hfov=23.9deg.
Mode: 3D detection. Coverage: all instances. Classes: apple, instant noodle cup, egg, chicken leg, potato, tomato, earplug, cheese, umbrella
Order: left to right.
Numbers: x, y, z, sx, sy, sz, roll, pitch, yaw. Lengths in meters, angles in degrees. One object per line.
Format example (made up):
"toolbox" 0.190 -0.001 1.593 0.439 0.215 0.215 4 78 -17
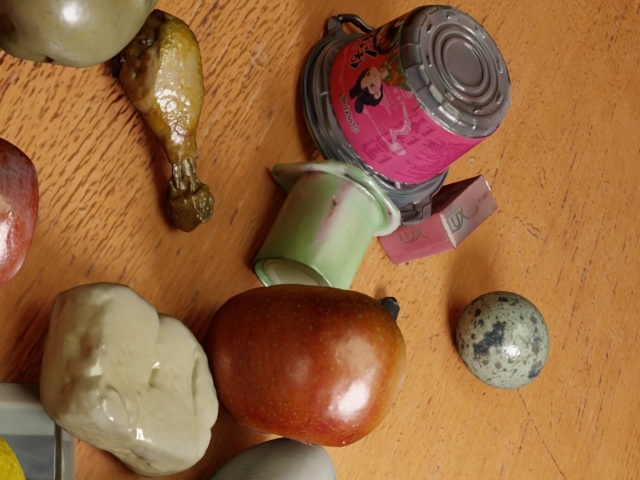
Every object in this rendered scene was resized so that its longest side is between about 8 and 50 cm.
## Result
"tomato" -0.328 -0.033 1.383 0.167 0.167 0.167 15 72 -52
"potato" -0.242 -0.330 1.499 0.243 0.221 0.326 35 66 -34
"cheese" -0.193 0.148 1.557 0.263 0.093 0.159 44 44 -56
"chicken leg" -0.163 -0.132 1.690 0.107 0.087 0.251 -26 111 -42
"earplug" -0.073 0.319 1.653 0.324 0.185 0.185 -43 118 -54
"apple" -0.022 0.142 1.693 0.210 0.235 0.173 11 77 -29
"umbrella" 0.078 0.132 2.014 0.036 0.031 0.133 80 24 -52
"instant noodle cup" 0.128 -0.191 1.958 0.258 0.182 0.302 -21 84 -45
"egg" 0.265 0.148 2.181 0.172 0.132 0.132 61 39 -46

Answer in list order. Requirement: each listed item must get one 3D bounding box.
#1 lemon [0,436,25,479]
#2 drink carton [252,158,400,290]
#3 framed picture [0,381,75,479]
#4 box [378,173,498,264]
"lemon" -0.329 0.236 1.264 0.180 0.181 0.193 -20 99 -54
"drink carton" 0.000 0.000 1.844 0.146 0.144 0.142 50 52 -36
"framed picture" -0.384 0.279 1.346 0.446 0.028 0.326 10 75 -53
"box" 0.163 -0.029 2.093 0.156 0.111 0.060 -39 107 -52
